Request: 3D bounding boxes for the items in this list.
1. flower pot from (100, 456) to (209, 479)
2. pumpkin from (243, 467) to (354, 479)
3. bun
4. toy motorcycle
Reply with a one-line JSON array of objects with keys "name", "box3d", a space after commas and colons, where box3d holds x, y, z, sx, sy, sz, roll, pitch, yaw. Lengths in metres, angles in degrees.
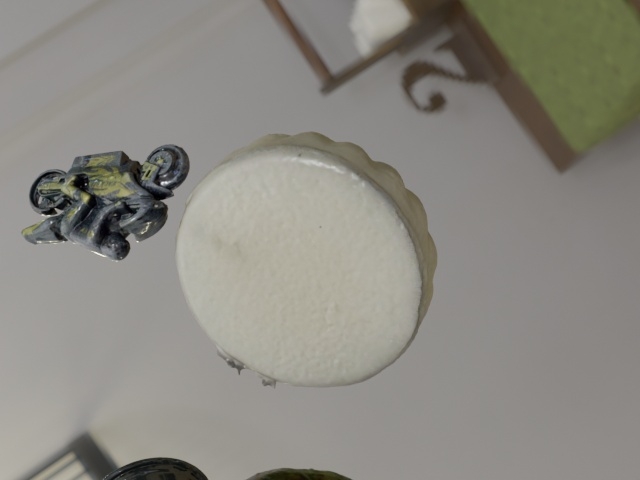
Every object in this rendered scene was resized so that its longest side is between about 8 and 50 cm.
[{"name": "flower pot", "box3d": [-0.170, 0.320, 1.710, 0.107, 0.157, 0.157, 55, 171, 51]}, {"name": "pumpkin", "box3d": [-0.021, 0.327, 1.523, 0.159, 0.238, 0.238, -16, 110, 49]}, {"name": "bun", "box3d": [0.000, 0.000, 1.622, 0.263, 0.263, 0.175, 59, -151, -14]}, {"name": "toy motorcycle", "box3d": [-0.224, -0.032, 1.704, 0.061, 0.193, 0.124, 48, -143, -55]}]
